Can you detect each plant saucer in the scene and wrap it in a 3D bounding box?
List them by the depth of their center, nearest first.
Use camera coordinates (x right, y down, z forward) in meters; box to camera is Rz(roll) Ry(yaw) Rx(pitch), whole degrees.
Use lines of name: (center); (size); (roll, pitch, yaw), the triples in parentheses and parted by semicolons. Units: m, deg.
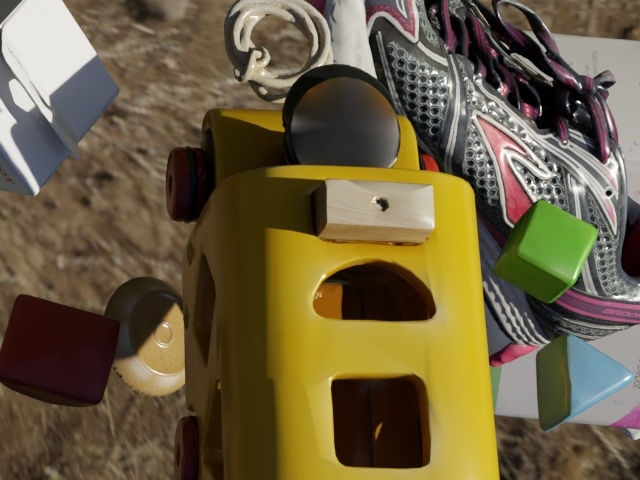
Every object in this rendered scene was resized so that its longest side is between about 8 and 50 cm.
plant saucer: (-0.111, 0.064, 1.198); (0.083, 0.015, 0.083); (14, 69, -41)

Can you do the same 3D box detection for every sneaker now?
sneaker: (0.079, -0.061, 0.808); (0.112, 0.121, 0.299); (-13, 139, 22)

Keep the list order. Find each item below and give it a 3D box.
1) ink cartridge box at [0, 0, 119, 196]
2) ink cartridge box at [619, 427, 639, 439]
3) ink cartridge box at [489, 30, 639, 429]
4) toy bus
ink cartridge box: (-0.195, -0.092, 1.016); (0.090, 0.143, 0.092); (-55, 134, -27)
ink cartridge box: (0.129, -0.007, 1.264); (0.066, 0.261, 0.296); (-44, 94, 6)
ink cartridge box: (0.219, 0.002, 1.004); (0.353, 0.119, 0.207); (6, 131, 3)
toy bus: (0.006, 0.011, 0.585); (0.202, 0.104, 0.191); (43, 66, 3)
